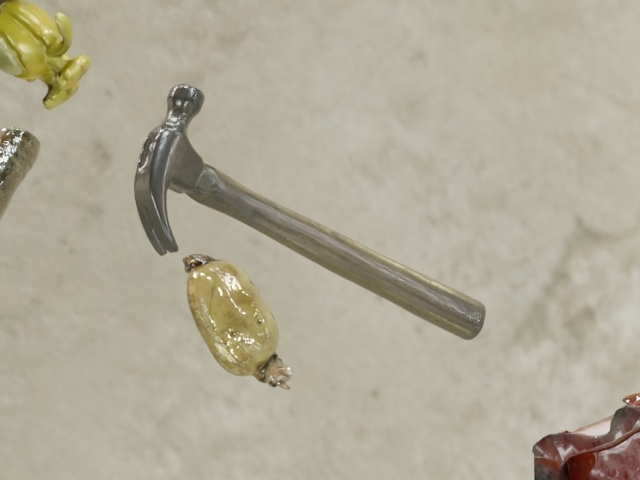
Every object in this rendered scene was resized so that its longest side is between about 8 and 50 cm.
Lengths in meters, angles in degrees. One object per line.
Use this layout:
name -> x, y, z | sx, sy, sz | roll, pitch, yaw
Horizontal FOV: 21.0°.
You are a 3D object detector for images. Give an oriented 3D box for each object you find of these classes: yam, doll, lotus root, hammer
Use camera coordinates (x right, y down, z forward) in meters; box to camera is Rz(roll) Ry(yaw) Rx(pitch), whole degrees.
yam -> -0.397, -0.023, 1.981 | 0.061, 0.061, 0.274 | 6, 51, 19
doll -> -0.240, -0.179, 1.208 | 0.188, 0.145, 0.096 | 38, 61, 20
lotus root -> -0.074, 0.074, 1.543 | 0.063, 0.072, 0.152 | -33, 93, 34
hammer -> 0.000, 0.000, 1.827 | 0.044, 0.440, 0.168 | -8, 60, 60

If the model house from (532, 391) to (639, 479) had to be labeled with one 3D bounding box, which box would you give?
model house -> 0.308, 0.164, 1.222 | 0.196, 0.254, 0.160 | -24, 83, 40
